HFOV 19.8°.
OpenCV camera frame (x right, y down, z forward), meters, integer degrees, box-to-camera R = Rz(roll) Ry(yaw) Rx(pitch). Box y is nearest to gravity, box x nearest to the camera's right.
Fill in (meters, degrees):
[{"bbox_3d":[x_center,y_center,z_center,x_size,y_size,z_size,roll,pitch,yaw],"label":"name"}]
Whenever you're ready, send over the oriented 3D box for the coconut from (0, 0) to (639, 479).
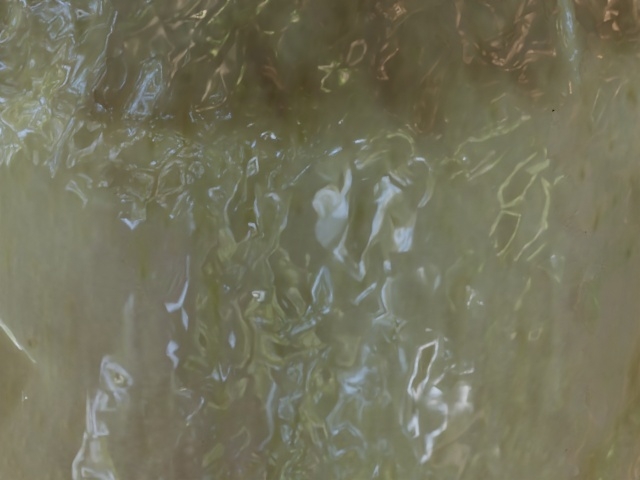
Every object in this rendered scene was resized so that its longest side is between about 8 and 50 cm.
[{"bbox_3d":[0.000,0.000,0.588,0.329,0.328,0.329,51,166,18],"label":"coconut"}]
